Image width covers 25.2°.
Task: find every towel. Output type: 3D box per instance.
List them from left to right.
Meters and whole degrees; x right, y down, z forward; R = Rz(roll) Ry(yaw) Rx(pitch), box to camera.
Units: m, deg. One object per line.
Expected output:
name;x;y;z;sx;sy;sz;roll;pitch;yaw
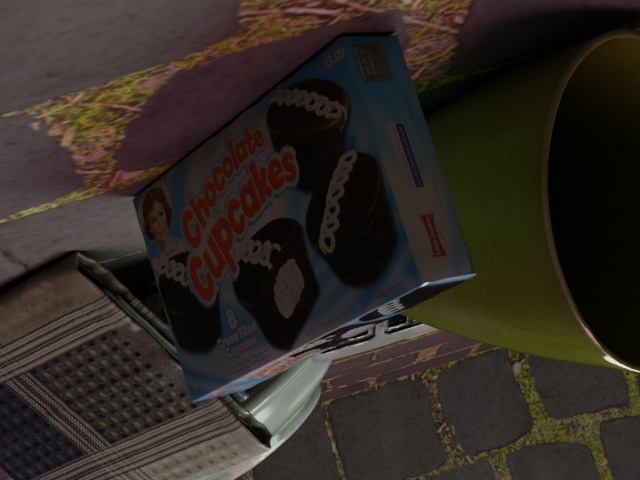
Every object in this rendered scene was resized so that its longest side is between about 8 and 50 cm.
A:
towel;-0.250;0.162;1.505;0.324;0.312;0.056;-25;-149;32

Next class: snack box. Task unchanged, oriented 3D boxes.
snack box;-0.027;-0.006;1.114;0.060;0.187;0.322;-8;165;-38

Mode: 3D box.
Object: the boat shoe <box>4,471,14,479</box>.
boat shoe;-0.329;0.242;2.053;0.335;0.121;0.119;-33;161;7

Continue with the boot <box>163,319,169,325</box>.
boot;-0.246;0.138;1.565;0.222;0.118;0.338;22;137;-25

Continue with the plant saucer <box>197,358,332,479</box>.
plant saucer;-0.110;0.210;1.802;0.400;0.100;0.400;-36;-169;8

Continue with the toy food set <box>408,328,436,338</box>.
toy food set;0.170;0.108;2.198;0.219;0.092;0.306;-22;167;20

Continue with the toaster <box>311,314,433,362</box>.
toaster;0.045;0.042;1.563;0.168;0.110;0.186;-15;155;-6

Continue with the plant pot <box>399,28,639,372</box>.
plant pot;0.158;-0.021;1.240;0.274;0.275;0.293;-6;180;-45

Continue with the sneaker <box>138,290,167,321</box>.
sneaker;-0.197;0.112;1.715;0.094;0.081;0.208;-19;157;5
